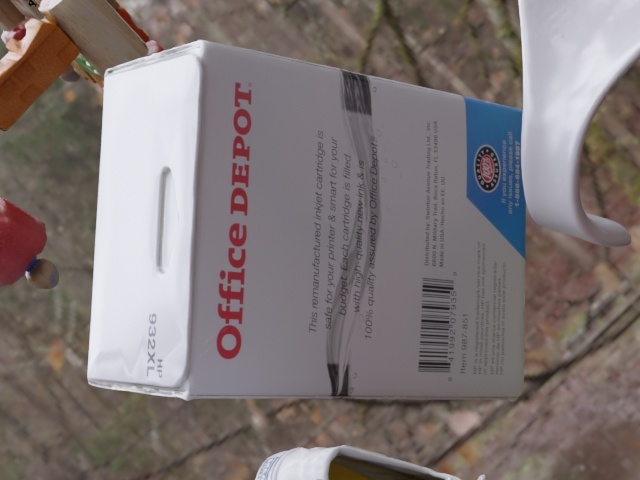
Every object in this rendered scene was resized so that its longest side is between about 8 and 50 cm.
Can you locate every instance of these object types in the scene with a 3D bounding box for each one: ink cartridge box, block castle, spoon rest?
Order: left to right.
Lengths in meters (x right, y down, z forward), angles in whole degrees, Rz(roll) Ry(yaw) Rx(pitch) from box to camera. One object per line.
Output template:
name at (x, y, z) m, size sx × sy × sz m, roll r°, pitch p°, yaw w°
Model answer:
block castle at (-0.338, -0.144, 1.400) m, size 0.303 × 0.213 × 0.453 m, roll -48°, pitch 32°, yaw -8°
ink cartridge box at (0.000, 0.000, 0.924) m, size 0.307 × 0.223 × 0.129 m, roll 6°, pitch -6°, yaw -40°
spoon rest at (0.170, -0.128, 0.780) m, size 0.084 × 0.137 × 0.276 m, roll -14°, pitch -65°, yaw -49°

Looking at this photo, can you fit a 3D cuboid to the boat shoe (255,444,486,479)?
boat shoe at (0.119, 0.290, 1.337) m, size 0.156 × 0.367 × 0.136 m, roll -25°, pitch 43°, yaw 45°

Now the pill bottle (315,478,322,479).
pill bottle at (0.039, 0.223, 0.720) m, size 0.108 × 0.180 × 0.108 m, roll -49°, pitch -3°, yaw -3°
